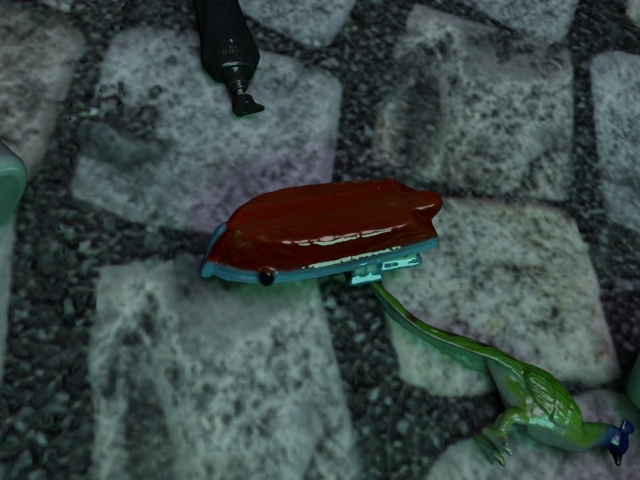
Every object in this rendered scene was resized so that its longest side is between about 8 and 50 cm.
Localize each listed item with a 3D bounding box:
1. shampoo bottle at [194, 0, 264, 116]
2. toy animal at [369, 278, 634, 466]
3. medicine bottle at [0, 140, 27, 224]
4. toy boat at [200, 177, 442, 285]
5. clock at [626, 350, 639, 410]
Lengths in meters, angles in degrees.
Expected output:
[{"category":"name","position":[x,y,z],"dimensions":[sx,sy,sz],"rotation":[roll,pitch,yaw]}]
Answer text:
[{"category":"shampoo bottle","position":[-0.076,-0.162,0.655],"dimensions":[0.048,0.027,0.137],"rotation":[-8,67,-17]},{"category":"toy animal","position":[0.114,0.106,0.565],"dimensions":[0.217,0.041,0.075],"rotation":[29,59,5]},{"category":"medicine bottle","position":[-0.263,-0.060,0.521],"dimensions":[0.130,0.080,0.080],"rotation":[40,61,6]},{"category":"toy boat","position":[0.000,0.000,0.572],"dimensions":[0.173,0.059,0.069],"rotation":[-9,45,-8]},{"category":"clock","position":[0.341,0.112,0.575],"dimensions":[0.211,0.066,0.159],"rotation":[-6,33,-29]}]
